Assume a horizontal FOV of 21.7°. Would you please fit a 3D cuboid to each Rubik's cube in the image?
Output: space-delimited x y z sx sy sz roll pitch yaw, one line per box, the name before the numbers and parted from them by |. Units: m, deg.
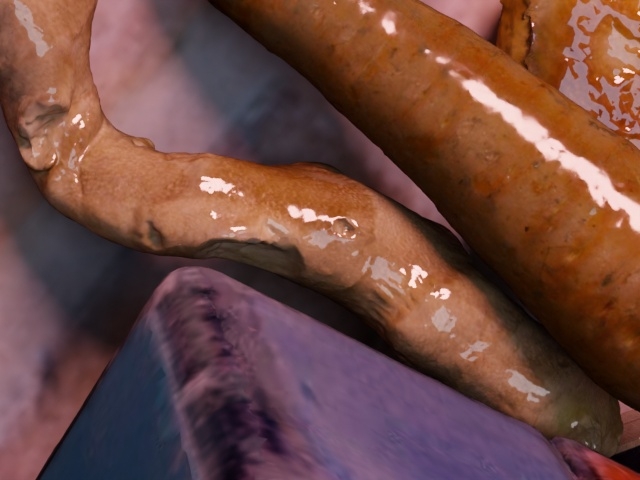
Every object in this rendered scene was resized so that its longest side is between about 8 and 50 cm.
Rubik's cube | 0.030 0.246 0.492 0.313 0.318 0.316 28 106 -22

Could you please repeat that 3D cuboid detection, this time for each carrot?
carrot | 0.039 -0.049 0.592 0.298 0.078 0.078 40 83 3

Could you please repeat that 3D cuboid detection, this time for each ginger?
ginger | 0.000 0.000 0.609 0.288 0.089 0.075 32 112 -11

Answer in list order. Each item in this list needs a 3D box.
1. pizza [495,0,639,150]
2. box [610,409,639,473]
pizza | 0.165 -0.060 0.665 0.226 0.069 0.147 -20 96 -8
box | 0.108 0.120 0.685 0.083 0.035 0.079 -18 103 -18
